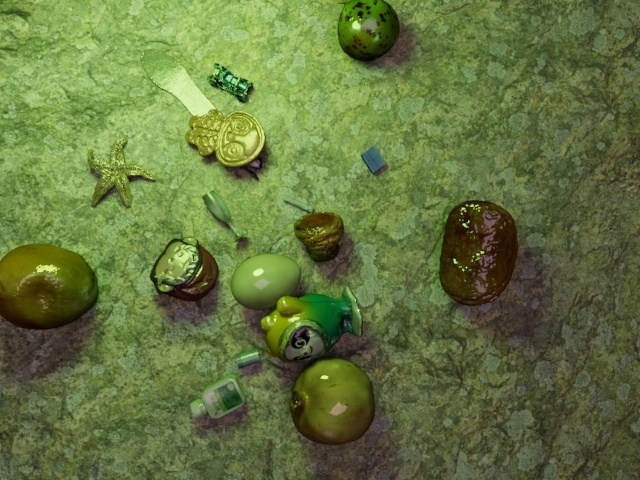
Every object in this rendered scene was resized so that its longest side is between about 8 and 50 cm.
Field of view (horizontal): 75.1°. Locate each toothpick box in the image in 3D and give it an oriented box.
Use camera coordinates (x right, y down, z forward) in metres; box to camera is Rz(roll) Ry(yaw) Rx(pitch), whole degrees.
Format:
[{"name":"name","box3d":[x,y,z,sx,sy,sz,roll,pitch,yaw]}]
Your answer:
[{"name":"toothpick box","box3d":[-0.265,0.431,1.523,0.083,0.052,0.052,-16,93,-9]}]

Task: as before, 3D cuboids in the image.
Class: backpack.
[{"name":"backpack","box3d":[-0.464,0.111,1.449,0.229,0.139,0.229,4,72,-13]}]

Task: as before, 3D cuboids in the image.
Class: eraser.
[{"name":"eraser","box3d":[0.201,-0.309,1.593,0.063,0.027,0.084,-35,97,-5]}]

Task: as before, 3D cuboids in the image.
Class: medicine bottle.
[{"name":"medicine bottle","box3d":[-0.369,0.572,1.502,0.183,0.069,0.119,-25,97,-6]}]

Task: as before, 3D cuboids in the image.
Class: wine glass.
[{"name":"wine glass","box3d":[-0.346,-0.087,1.499,0.066,0.066,0.198,-36,94,-6]}]

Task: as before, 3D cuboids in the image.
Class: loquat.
[{"name":"loquat","box3d":[-0.870,0.143,1.329,0.284,0.276,0.276,-9,93,-25]}]

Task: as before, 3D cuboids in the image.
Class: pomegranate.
[{"name":"pomegranate","box3d":[0.141,-0.780,1.484,0.231,0.231,0.286,-38,86,-6]},{"name":"pomegranate","box3d":[0.031,0.560,1.453,0.319,0.319,0.319,0,91,-9]}]

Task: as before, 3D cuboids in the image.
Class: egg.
[{"name":"egg","box3d":[-0.188,0.140,1.461,0.254,0.188,0.188,-20,94,-13]}]

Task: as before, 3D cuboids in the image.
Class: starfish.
[{"name":"starfish","box3d":[-0.704,-0.231,1.451,0.236,0.062,0.277,24,83,-14]}]

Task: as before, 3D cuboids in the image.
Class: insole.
[{"name":"insole","box3d":[-0.500,-0.547,1.490,0.119,0.009,0.348,-44,97,-6]}]

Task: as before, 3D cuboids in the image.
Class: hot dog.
[{"name":"hot dog","box3d":[0.573,0.047,1.539,0.267,0.174,0.387,9,96,35]}]

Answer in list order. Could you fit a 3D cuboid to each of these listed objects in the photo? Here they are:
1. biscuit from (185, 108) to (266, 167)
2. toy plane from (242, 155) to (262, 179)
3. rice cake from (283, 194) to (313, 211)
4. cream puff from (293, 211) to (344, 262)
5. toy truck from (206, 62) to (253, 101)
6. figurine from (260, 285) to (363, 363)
[{"name":"biscuit","box3d":[-0.334,-0.366,1.458,0.289,0.044,0.202,18,88,5]},{"name":"toy plane","box3d":[-0.278,-0.312,1.509,0.197,0.053,0.078,41,94,-11]},{"name":"rice cake","box3d":[-0.082,-0.138,1.556,0.121,0.021,0.022,24,98,-9]},{"name":"cream puff","box3d":[0.000,0.000,1.517,0.183,0.183,0.169,-13,116,-8]},{"name":"toy truck","box3d":[-0.322,-0.568,1.483,0.154,0.078,0.080,27,86,-8]},{"name":"figurine","box3d":[-0.039,0.299,1.473,0.340,0.231,0.323,-13,128,-15]}]
